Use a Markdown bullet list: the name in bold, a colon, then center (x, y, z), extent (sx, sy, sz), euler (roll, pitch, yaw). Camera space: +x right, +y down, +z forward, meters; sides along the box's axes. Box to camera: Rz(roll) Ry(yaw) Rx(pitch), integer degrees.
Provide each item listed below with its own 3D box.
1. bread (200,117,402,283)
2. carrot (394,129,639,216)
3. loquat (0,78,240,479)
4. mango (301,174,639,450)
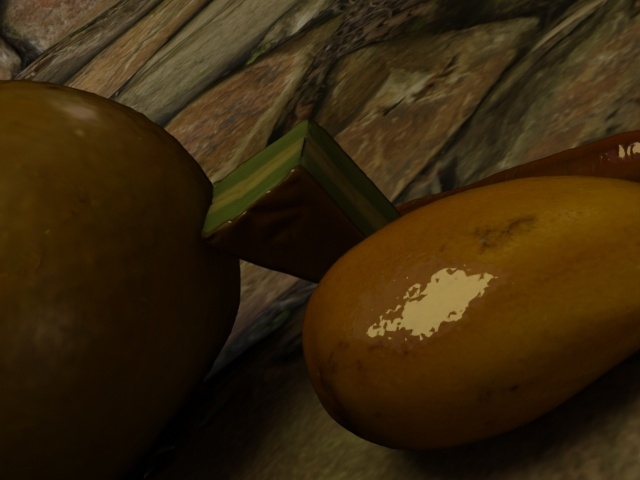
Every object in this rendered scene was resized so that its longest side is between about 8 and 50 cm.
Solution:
- **bread**: center (0.004, 0.003, 0.701), extent (0.084, 0.139, 0.074), euler (-34, 27, 24)
- **carrot**: center (0.120, -0.027, 0.698), extent (0.248, 0.043, 0.043), euler (-14, 34, 47)
- **loquat**: center (-0.228, 0.027, 0.733), extent (0.328, 0.359, 0.328), euler (-41, 8, 7)
- **mango**: center (0.095, 0.032, 0.559), extent (0.219, 0.112, 0.144), euler (-20, 28, 14)
